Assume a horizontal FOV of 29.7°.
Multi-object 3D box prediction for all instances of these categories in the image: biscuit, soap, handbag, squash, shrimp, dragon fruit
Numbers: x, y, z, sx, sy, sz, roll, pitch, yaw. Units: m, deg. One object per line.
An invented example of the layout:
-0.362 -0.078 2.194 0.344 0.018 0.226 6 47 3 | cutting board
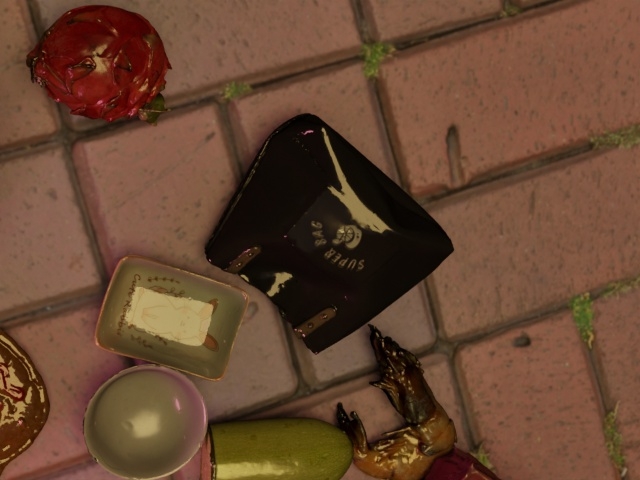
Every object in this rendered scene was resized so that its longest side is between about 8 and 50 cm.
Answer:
-0.549 0.238 1.794 0.273 0.049 0.257 39 85 -14 | biscuit
0.301 0.460 1.985 0.289 0.182 0.112 37 87 -14 | soap
0.000 0.000 1.880 0.342 0.152 0.288 41 96 -15 | handbag
-0.063 0.345 1.894 0.247 0.132 0.132 -2 96 -15 | squash
0.108 0.284 1.976 0.178 0.075 0.289 -33 116 -8 | shrimp
-0.311 -0.256 1.745 0.209 0.172 0.172 18 91 -31 | dragon fruit

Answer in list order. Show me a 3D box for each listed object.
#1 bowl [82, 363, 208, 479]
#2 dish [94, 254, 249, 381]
-0.273 0.265 1.848 0.189 0.086 0.189 -4 105 -15 | bowl
-0.232 0.115 1.853 0.212 0.077 0.151 18 89 -16 | dish
